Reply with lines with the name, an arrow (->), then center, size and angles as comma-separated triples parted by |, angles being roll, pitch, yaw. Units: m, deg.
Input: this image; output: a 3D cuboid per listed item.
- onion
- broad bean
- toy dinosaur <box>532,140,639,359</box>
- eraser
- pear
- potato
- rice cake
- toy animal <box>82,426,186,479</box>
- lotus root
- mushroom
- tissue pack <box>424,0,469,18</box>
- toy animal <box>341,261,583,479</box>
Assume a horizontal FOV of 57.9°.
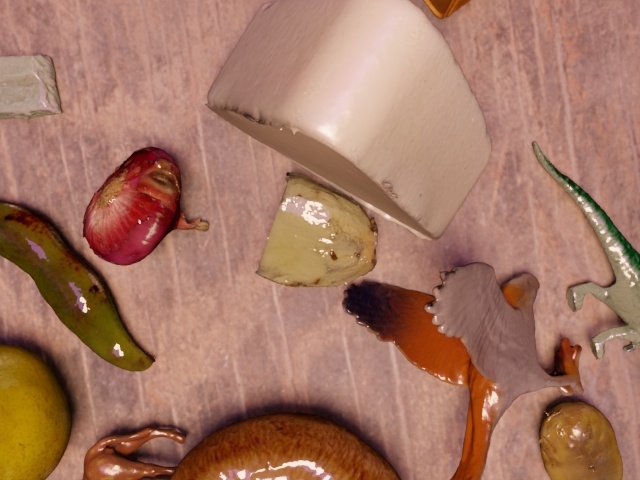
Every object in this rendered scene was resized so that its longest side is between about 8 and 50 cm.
onion -> -0.202, -0.029, 0.709 | 0.140, 0.150, 0.150 | 31, 93, -39
broad bean -> -0.335, 0.039, 0.731 | 0.077, 0.061, 0.339 | -44, 89, 10
toy dinosaur -> 0.345, 0.062, 0.707 | 0.129, 0.076, 0.383 | -39, 93, -4
eraser -> 0.010, -0.152, 0.641 | 0.332, 0.331, 0.149 | 30, 91, 1
pear -> -0.391, 0.220, 0.673 | 0.198, 0.198, 0.198 | 0, 91, 2
potato -> 0.317, 0.257, 0.710 | 0.092, 0.070, 0.137 | -20, 107, 1
rice cake -> -0.449, -0.192, 0.739 | 0.227, 0.040, 0.084 | -3, 91, 2
toy animal -> -0.276, 0.346, 0.740 | 0.230, 0.066, 0.224 | -5, 110, -7
lotus root -> 0.000, 0.000, 0.700 | 0.144, 0.070, 0.142 | 11, 107, 1
mushroom -> -0.047, 0.369, 0.663 | 0.346, 0.239, 0.344 | -1, 115, -1
tissue pack -> 0.206, -0.426, 0.663 | 0.275, 0.145, 0.194 | -35, 92, 2
toy animal -> 0.185, 0.172, 0.638 | 0.302, 0.225, 0.283 | 3, 77, -23
